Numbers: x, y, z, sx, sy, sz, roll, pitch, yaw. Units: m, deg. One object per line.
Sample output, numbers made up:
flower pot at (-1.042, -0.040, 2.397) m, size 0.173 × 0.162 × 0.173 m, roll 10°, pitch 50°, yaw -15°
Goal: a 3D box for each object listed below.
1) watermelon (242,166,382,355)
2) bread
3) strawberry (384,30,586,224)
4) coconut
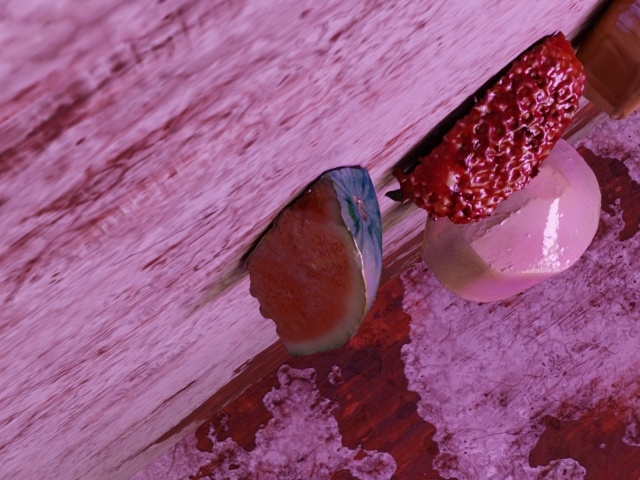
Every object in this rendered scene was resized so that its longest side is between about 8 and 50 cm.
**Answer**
watermelon at (0.020, 0.001, 0.987) m, size 0.146 × 0.128 × 0.231 m, roll -54°, pitch -177°, yaw -40°
bread at (0.376, -0.234, 1.133) m, size 0.136 × 0.107 × 0.241 m, roll -39°, pitch 173°, yaw -7°
strawberry at (0.195, -0.100, 1.111) m, size 0.188 × 0.106 × 0.286 m, roll -33°, pitch 171°, yaw -42°
coconut at (0.267, -0.043, 1.407) m, size 0.233 × 0.233 × 0.245 m, roll -34°, pitch 172°, yaw -26°
